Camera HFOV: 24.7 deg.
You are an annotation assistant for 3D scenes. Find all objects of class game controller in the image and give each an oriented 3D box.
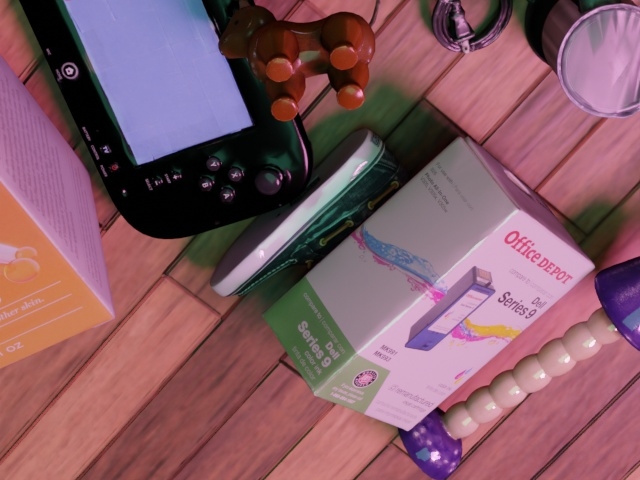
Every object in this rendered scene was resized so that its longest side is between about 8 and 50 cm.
[{"bbox_3d":[-0.127,-0.154,1.108,0.166,0.067,0.319,-20,110,5],"label":"game controller"}]

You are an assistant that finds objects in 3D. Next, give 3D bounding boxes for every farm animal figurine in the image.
[{"bbox_3d":[-0.034,-0.266,0.968,0.327,0.172,0.330,-33,121,21],"label":"farm animal figurine"}]

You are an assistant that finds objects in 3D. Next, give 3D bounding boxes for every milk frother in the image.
[{"bbox_3d":[0.168,-0.152,1.086,0.143,0.134,0.129,-30,109,9],"label":"milk frother"}]

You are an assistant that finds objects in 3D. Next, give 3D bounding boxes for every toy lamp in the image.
[{"bbox_3d":[0.187,0.097,1.192,0.275,0.080,0.080,-35,109,23],"label":"toy lamp"}]

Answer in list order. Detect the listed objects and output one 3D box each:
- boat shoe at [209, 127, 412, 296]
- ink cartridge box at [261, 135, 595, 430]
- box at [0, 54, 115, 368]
[{"bbox_3d":[0.000,0.000,1.174,0.183,0.065,0.083,-41,109,12],"label":"boat shoe"},{"bbox_3d":[0.087,0.038,1.144,0.212,0.093,0.154,-44,146,11],"label":"ink cartridge box"},{"bbox_3d":[-0.322,-0.056,1.013,0.215,0.168,0.345,-25,136,7],"label":"box"}]
